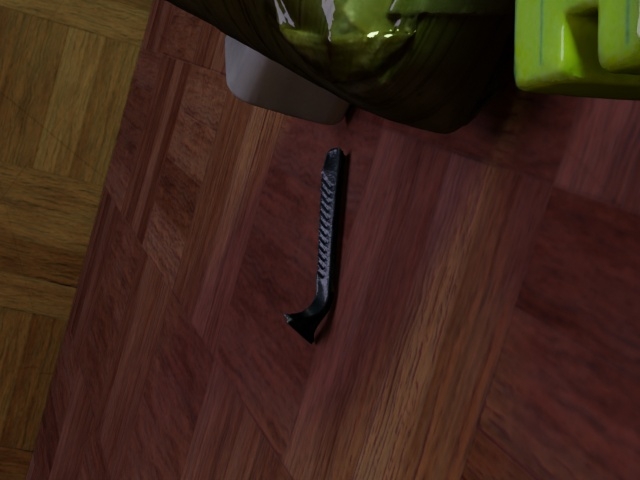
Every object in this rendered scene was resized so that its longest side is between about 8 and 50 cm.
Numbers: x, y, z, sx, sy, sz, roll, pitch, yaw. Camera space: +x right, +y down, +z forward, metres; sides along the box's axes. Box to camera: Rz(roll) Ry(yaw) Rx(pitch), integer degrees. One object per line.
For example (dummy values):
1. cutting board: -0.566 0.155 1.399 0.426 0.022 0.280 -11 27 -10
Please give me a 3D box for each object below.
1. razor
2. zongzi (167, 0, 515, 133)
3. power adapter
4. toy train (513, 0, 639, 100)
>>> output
1. razor: 0.006 0.000 1.077 0.066 0.033 0.190 51 -135 -59
2. zongzi: 0.023 -0.372 0.879 0.500 0.218 0.467 34 97 41
3. power adapter: 0.002 -0.233 1.091 0.125 0.130 0.205 -96 28 -46
4. toy train: 0.180 -0.244 0.465 0.272 0.179 0.442 -174 85 -74
